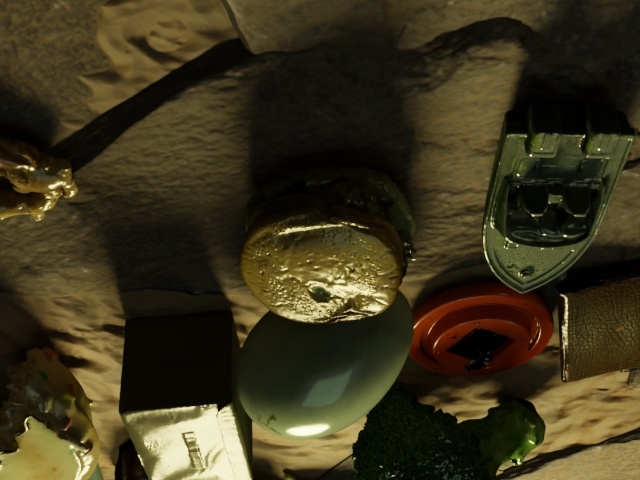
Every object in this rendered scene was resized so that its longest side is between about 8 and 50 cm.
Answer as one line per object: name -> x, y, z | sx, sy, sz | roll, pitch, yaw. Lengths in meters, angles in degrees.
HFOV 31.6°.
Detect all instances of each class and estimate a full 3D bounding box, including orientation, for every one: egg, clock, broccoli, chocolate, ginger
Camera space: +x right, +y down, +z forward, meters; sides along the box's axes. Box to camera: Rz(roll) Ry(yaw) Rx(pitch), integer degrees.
egg -> 0.007, 0.149, 1.459 | 0.264, 0.182, 0.183 | -38, 131, 22
clock -> 0.218, 0.128, 1.556 | 0.205, 0.051, 0.205 | -3, 141, -2
broccoli -> 0.190, 0.343, 1.696 | 0.297, 0.297, 0.297 | -19, 148, -25
chocolate -> -0.280, 0.382, 1.812 | 0.125, 0.080, 0.148 | -16, 141, 14
ginger -> -0.358, -0.089, 1.239 | 0.176, 0.052, 0.193 | 1, 149, -5

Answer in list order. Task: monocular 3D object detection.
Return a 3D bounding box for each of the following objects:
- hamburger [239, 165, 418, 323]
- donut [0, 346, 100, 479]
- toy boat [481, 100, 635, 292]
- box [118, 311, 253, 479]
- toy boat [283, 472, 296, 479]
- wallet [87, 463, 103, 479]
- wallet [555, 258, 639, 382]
hamburger -> 0.000, 0.000, 1.324 | 0.215, 0.122, 0.189 | -16, 134, 21
donut -> -0.487, 0.277, 1.595 | 0.371, 0.150, 0.307 | -7, 135, 6
toy boat -> 0.262, -0.037, 1.319 | 0.141, 0.092, 0.319 | 0, 142, -2
box -> -0.179, 0.229, 1.568 | 0.149, 0.155, 0.231 | -5, 143, 2
toy boat -> 0.066, 0.467, 1.941 | 0.293, 0.108, 0.099 | 13, 105, -12
wallet -> -0.399, 0.498, 1.785 | 0.054, 0.290, 0.251 | 8, 141, 4
wallet -> 0.393, 0.116, 1.568 | 0.133, 0.039, 0.243 | -15, 140, 4
